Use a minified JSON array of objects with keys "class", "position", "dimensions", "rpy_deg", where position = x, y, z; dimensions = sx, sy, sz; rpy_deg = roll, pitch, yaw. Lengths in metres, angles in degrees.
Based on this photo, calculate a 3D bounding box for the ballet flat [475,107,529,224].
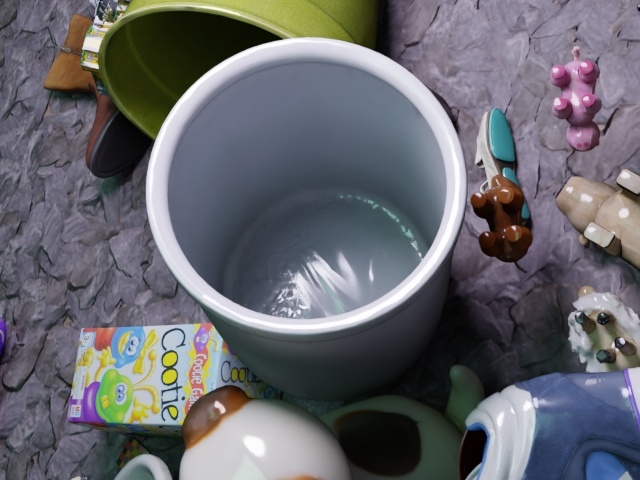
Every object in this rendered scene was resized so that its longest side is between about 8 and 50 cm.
[{"class":"ballet flat","position":[0.221,-0.090,1.464],"dimensions":[0.052,0.057,0.168],"rpy_deg":[-27,61,39]}]

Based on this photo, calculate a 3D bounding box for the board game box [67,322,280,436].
[{"class":"board game box","position":[-0.206,0.205,1.633],"dimensions":[0.275,0.144,0.142],"rpy_deg":[-6,70,35]}]

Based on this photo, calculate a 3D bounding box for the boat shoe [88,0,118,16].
[{"class":"boat shoe","position":[-0.304,-0.524,1.949],"dimensions":[0.102,0.108,0.301],"rpy_deg":[25,95,39]}]

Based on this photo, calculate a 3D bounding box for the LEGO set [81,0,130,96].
[{"class":"LEGO set","position":[-0.224,-0.343,1.729],"dimensions":[0.192,0.255,0.331],"rpy_deg":[13,70,-2]}]

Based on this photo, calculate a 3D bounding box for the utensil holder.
[{"class":"utensil holder","position":[0.000,0.000,1.331],"dimensions":[0.327,0.385,0.328],"rpy_deg":[-2,71,5]}]

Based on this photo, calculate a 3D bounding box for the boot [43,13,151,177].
[{"class":"boot","position":[-0.392,-0.252,1.940],"dimensions":[0.280,0.096,0.264],"rpy_deg":[18,88,39]}]

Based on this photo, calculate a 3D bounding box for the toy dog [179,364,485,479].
[{"class":"toy dog","position":[0.008,0.303,1.279],"dimensions":[0.395,0.408,0.285],"rpy_deg":[-46,55,17]}]

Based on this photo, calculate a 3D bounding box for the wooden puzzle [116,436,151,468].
[{"class":"wooden puzzle","position":[-0.285,0.331,1.743],"dimensions":[0.049,0.006,0.083],"rpy_deg":[33,97,38]}]

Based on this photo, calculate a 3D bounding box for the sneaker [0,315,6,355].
[{"class":"sneaker","position":[-0.589,0.269,1.937],"dimensions":[0.146,0.102,0.293],"rpy_deg":[38,105,33]}]

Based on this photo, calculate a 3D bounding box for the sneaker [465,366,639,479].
[{"class":"sneaker","position":[0.264,0.298,1.195],"dimensions":[0.236,0.130,0.323],"rpy_deg":[-12,93,12]}]

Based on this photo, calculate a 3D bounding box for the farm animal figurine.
[{"class":"farm animal figurine","position":[0.353,-0.047,1.294],"dimensions":[0.330,0.172,0.327],"rpy_deg":[-42,68,10]}]

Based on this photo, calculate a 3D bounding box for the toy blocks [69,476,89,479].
[{"class":"toy blocks","position":[-0.450,0.522,1.658],"dimensions":[0.260,0.308,0.288],"rpy_deg":[68,160,4]}]

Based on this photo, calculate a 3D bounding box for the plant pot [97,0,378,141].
[{"class":"plant pot","position":[-0.068,-0.325,1.569],"dimensions":[0.366,0.366,0.353],"rpy_deg":[-4,55,36]}]

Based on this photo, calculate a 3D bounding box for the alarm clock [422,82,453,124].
[{"class":"alarm clock","position":[0.111,-0.166,1.561],"dimensions":[0.129,0.064,0.192],"rpy_deg":[-33,62,25]}]

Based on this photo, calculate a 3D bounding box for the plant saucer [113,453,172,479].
[{"class":"plant saucer","position":[-0.249,0.497,1.553],"dimensions":[0.400,0.100,0.401],"rpy_deg":[-50,29,41]}]

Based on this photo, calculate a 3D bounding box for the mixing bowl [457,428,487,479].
[{"class":"mixing bowl","position":[0.244,0.248,1.298],"dimensions":[0.181,0.098,0.182],"rpy_deg":[0,89,3]}]
